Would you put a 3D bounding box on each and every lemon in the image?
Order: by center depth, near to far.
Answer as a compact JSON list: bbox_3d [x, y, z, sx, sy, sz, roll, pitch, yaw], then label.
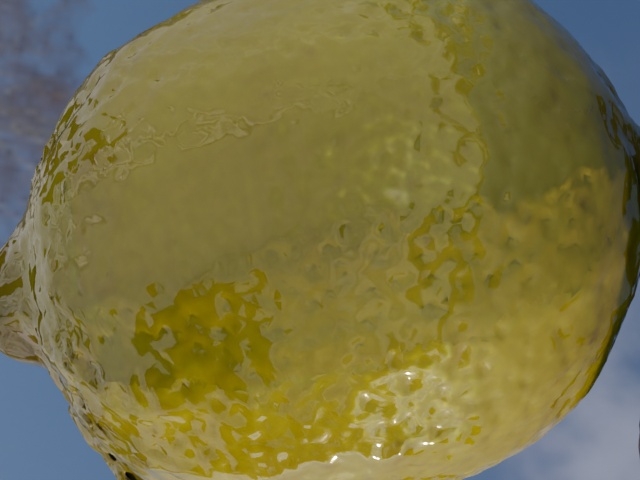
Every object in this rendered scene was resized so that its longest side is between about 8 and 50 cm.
[{"bbox_3d":[0.000,0.000,0.844,0.245,0.319,0.245,-15,90,-85],"label":"lemon"}]

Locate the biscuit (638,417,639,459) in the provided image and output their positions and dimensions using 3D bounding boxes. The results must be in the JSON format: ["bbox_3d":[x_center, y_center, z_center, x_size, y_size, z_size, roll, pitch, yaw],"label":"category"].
[{"bbox_3d":[0.360,0.053,1.084,0.283,0.432,0.064,60,-29,6],"label":"biscuit"}]
